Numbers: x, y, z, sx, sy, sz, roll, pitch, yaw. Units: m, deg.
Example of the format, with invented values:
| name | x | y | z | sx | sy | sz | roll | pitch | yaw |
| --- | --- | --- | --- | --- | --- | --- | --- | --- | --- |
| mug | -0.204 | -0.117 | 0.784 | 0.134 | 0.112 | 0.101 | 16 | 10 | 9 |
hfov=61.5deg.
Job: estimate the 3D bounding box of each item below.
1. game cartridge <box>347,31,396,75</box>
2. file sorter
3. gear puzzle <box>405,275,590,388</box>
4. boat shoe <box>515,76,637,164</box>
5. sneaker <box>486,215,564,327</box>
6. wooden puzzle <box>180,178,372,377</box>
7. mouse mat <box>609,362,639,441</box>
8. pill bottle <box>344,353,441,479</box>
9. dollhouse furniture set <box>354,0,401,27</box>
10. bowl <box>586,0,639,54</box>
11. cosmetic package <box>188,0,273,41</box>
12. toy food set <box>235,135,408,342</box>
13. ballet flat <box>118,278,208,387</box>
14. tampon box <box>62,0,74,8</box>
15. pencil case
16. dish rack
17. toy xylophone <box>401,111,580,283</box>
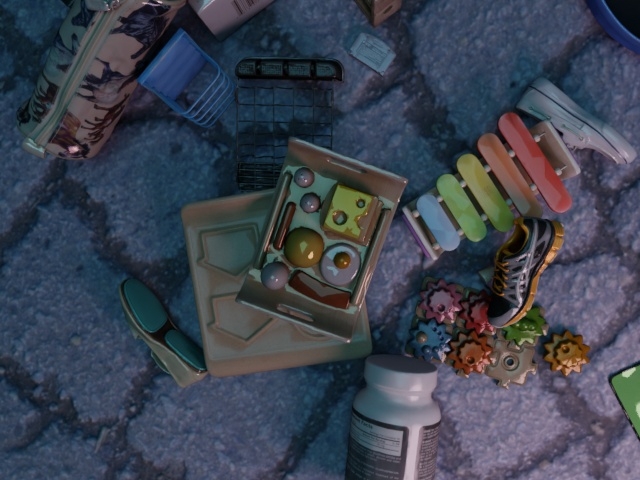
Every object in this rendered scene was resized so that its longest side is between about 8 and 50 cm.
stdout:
| name | x | y | z | sx | sy | sz | roll | pitch | yaw |
| --- | --- | --- | --- | --- | --- | --- | --- | --- | --- |
| game cartridge | 0.101 | -0.362 | 1.039 | 0.083 | 0.017 | 0.056 | 35 | 97 | 3 |
| file sorter | -0.234 | -0.287 | 0.995 | 0.104 | 0.170 | 0.118 | 42 | 94 | -1 |
| gear puzzle | 0.339 | 0.191 | 1.016 | 0.339 | 0.044 | 0.175 | 15 | 92 | 5 |
| boat shoe | 0.462 | -0.202 | 0.988 | 0.226 | 0.083 | 0.076 | 44 | 106 | 14 |
| sneaker | 0.342 | 0.052 | 0.953 | 0.083 | 0.084 | 0.215 | 20 | 99 | -15 |
| wooden puzzle | -0.083 | 0.075 | 1.039 | 0.322 | 0.080 | 0.348 | -9 | 96 | 5 |
| mouse mat | 0.660 | 0.285 | 1.009 | 0.189 | 0.007 | 0.152 | -27 | 89 | 6 |
| pill bottle | 0.133 | 0.360 | 0.981 | 0.162 | 0.162 | 0.278 | 6 | 91 | 5 |
| dollhouse furniture set | 0.134 | -0.515 | 0.975 | 0.183 | 0.129 | 0.129 | -36 | 88 | 5 |
| bowl | 0.663 | -0.508 | 0.956 | 0.391 | 0.077 | 0.391 | 0 | 91 | 6 |
| cosmetic package | -0.239 | -0.601 | 0.997 | 0.217 | 0.156 | 0.385 | -36 | 87 | 5 |
| toy food set | 0.000 | 0.000 | 0.937 | 0.219 | 0.092 | 0.306 | 20 | 97 | 2 |
| ballet flat | -0.325 | 0.189 | 1.063 | 0.086 | 0.086 | 0.248 | -41 | 89 | 5 |
| tampon box | -0.473 | -0.514 | 1.034 | 0.161 | 0.120 | 0.101 | 45 | 95 | 2 |
| pencil case | -0.391 | -0.315 | 0.938 | 0.160 | 0.183 | 0.410 | 43 | 122 | -6 |
| dish rack | -0.065 | -0.209 | 1.023 | 0.208 | 0.074 | 0.271 | 3 | 104 | 7 |
| toy xylophone | 0.323 | -0.067 | 0.993 | 0.322 | 0.081 | 0.236 | -40 | 88 | 5 |
